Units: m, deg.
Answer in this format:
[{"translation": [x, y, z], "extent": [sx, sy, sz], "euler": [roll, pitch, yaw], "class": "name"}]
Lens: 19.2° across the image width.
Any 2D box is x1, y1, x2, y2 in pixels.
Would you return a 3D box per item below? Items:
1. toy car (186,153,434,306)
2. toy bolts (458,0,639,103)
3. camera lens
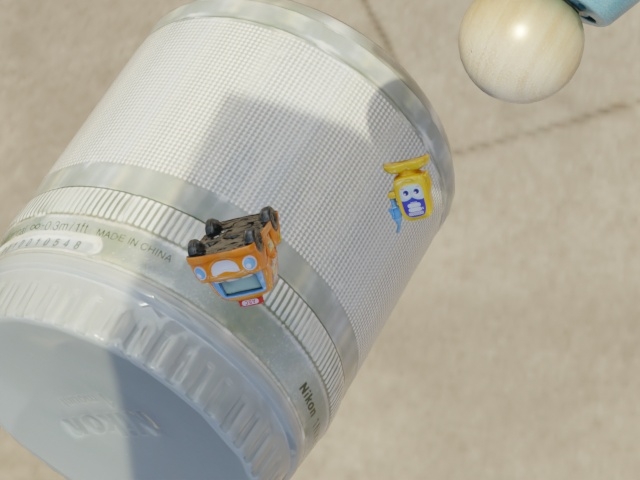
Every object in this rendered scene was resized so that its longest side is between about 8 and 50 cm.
[{"translation": [0.000, 0.000, 0.871], "extent": [0.122, 0.060, 0.040], "euler": [-16, 105, -2], "class": "toy car"}, {"translation": [0.055, -0.170, 0.877], "extent": [0.228, 0.218, 0.158], "euler": [29, 88, -34], "class": "toy bolts"}, {"translation": [-0.061, 0.006, 1.132], "extent": [0.219, 0.274, 0.219], "euler": [22, 147, 15], "class": "camera lens"}]
